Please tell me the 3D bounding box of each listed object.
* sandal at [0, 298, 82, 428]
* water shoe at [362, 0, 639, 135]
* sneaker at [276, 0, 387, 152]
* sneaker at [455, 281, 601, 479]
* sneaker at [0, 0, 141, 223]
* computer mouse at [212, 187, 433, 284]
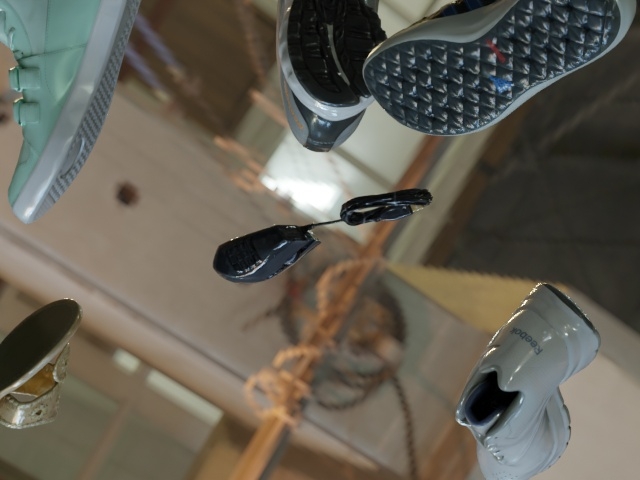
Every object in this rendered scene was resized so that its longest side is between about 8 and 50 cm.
[{"bbox_3d":[-0.289,0.149,1.783,0.240,0.079,0.088,-38,-149,18],"label":"sandal"},{"bbox_3d":[0.112,-0.118,1.073,0.203,0.073,0.080,-17,-157,48],"label":"water shoe"},{"bbox_3d":[0.003,-0.191,1.496,0.108,0.100,0.271,110,-13,-55],"label":"sneaker"},{"bbox_3d":[0.183,0.162,1.863,0.129,0.111,0.297,-35,151,-26],"label":"sneaker"},{"bbox_3d":[-0.250,-0.151,1.561,0.094,0.151,0.255,-49,160,-78],"label":"sneaker"},{"bbox_3d":[0.000,0.000,1.710,0.242,0.071,0.041,-19,-108,35],"label":"computer mouse"}]
